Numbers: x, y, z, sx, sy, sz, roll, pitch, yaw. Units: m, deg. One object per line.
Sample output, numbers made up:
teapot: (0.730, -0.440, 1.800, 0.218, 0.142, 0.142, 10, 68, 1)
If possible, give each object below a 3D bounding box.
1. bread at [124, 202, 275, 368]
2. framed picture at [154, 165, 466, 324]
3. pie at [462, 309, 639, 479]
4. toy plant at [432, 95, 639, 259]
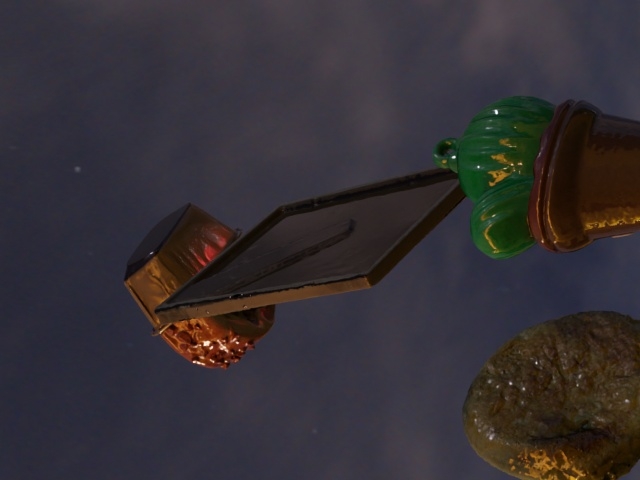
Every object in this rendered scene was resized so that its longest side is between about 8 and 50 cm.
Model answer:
bread: (-0.166, 0.072, 1.682, 0.212, 0.142, 0.224, 49, -152, -14)
framed picture: (0.000, 0.000, 1.292, 0.247, 0.335, 0.022, -42, -69, -41)
pie: (0.317, 0.202, 1.547, 0.277, 0.277, 0.078, -53, -47, -33)
toy plant: (0.168, -0.046, 0.910, 0.105, 0.200, 0.143, 51, -128, -43)
